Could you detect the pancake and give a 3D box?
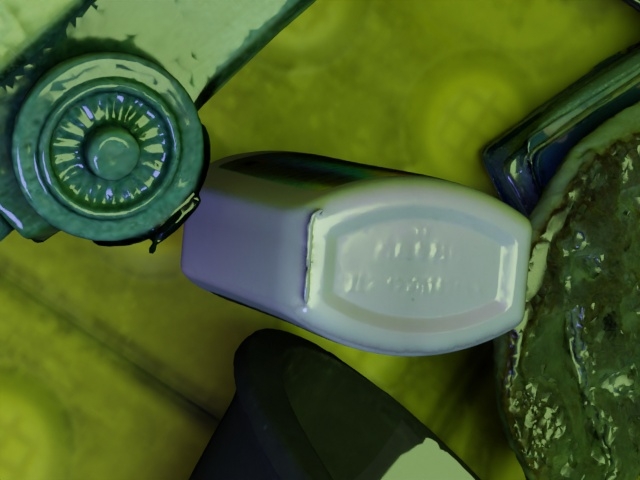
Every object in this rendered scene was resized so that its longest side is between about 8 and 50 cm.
[{"bbox_3d":[0.194,0.040,1.025,0.253,0.037,0.254,-2,95,-27],"label":"pancake"}]

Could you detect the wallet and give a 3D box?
[{"bbox_3d":[0.180,0.004,1.069,0.141,0.059,0.202,-34,108,-22],"label":"wallet"}]

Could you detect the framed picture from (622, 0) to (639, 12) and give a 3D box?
[{"bbox_3d":[0.309,-0.184,1.060,0.347,0.016,0.265,30,78,-4],"label":"framed picture"}]

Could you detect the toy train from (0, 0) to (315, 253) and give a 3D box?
[{"bbox_3d":[-0.075,-0.165,0.871,0.369,0.150,0.237,-42,109,0],"label":"toy train"}]

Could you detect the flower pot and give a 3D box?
[{"bbox_3d":[0.011,0.191,0.940,0.269,0.269,0.166,39,101,-21],"label":"flower pot"}]

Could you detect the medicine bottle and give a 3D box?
[{"bbox_3d":[0.000,0.000,0.904,0.115,0.219,0.078,2,95,-23],"label":"medicine bottle"}]
